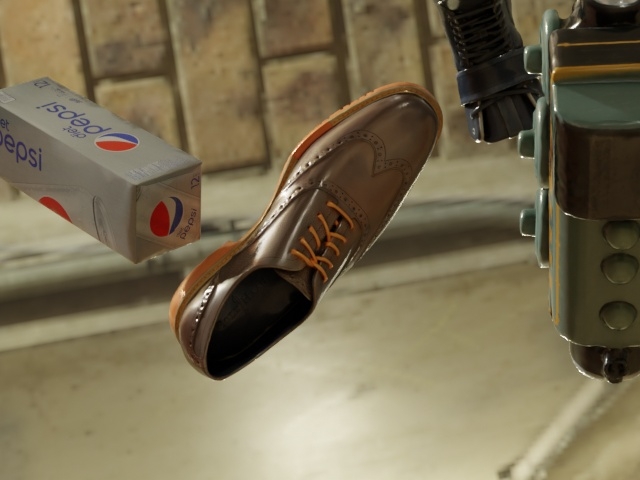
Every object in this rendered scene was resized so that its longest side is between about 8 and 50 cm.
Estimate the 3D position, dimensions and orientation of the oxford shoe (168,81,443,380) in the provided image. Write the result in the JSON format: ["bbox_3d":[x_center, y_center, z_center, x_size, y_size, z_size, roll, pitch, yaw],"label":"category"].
[{"bbox_3d":[0.000,0.000,1.693,0.130,0.364,0.133,38,-172,-22],"label":"oxford shoe"}]

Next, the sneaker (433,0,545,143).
[{"bbox_3d":[0.157,-0.177,1.565,0.226,0.086,0.163,13,-119,-81],"label":"sneaker"}]

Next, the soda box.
[{"bbox_3d":[-0.250,-0.080,1.836,0.286,0.091,0.098,30,128,39],"label":"soda box"}]

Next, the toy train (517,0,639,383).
[{"bbox_3d":[0.227,-0.041,1.328,0.190,0.142,0.334,-84,-8,-47],"label":"toy train"}]
